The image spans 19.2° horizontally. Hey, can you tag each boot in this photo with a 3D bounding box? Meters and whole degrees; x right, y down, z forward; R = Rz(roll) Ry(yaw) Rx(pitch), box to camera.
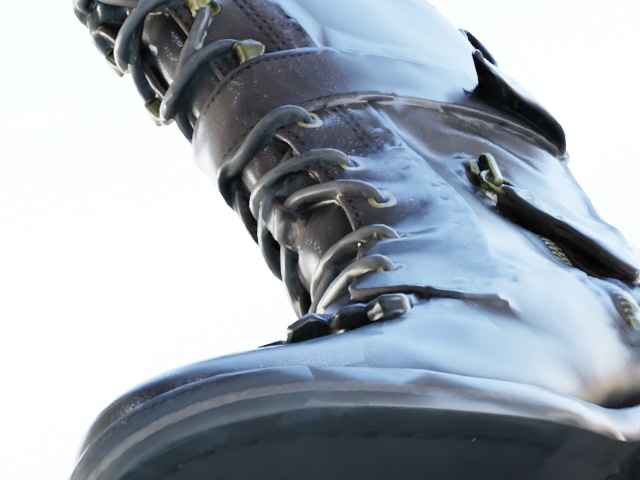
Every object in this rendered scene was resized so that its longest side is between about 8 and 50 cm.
[{"bbox_3d":[0.000,0.000,0.467,0.263,0.229,0.091,5,-54,-47],"label":"boot"}]
